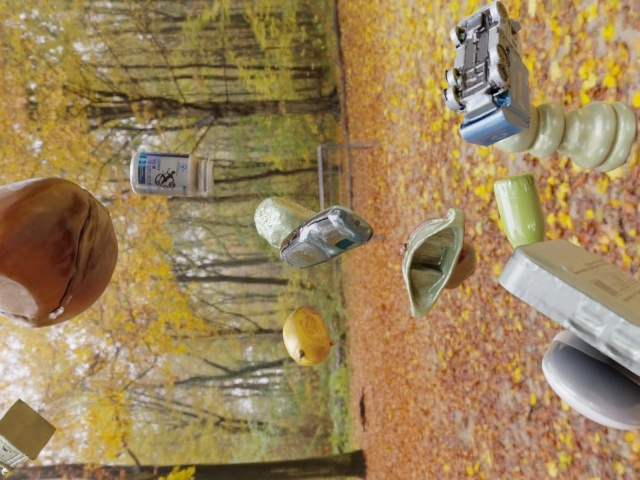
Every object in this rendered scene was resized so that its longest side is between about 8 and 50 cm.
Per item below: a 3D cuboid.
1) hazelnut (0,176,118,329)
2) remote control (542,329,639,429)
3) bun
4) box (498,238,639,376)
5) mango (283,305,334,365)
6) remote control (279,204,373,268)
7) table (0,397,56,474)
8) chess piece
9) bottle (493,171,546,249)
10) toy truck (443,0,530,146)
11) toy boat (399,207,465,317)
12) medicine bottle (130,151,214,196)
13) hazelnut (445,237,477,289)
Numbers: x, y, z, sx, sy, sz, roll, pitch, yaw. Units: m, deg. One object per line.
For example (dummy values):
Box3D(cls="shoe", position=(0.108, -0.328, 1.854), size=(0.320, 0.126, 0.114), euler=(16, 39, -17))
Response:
Box3D(cls="hazelnut", position=(-0.667, 0.022, 1.287), size=(0.315, 0.372, 0.373), euler=(29, 138, 33))
Box3D(cls="remote control", position=(0.588, 0.283, 1.146), size=(0.332, 0.221, 0.104), euler=(-19, -47, -55))
Box3D(cls="bun", position=(-0.073, -0.029, 1.360), size=(0.195, 0.195, 0.118), euler=(-102, 35, -82))
Box3D(cls="box", position=(0.616, 0.140, 1.148), size=(0.396, 0.395, 0.111), euler=(38, 116, 32))
Box3D(cls="mango", position=(-0.026, 0.183, 1.064), size=(0.066, 0.101, 0.187), euler=(-52, 13, 20))
Box3D(cls="remote control", position=(0.000, 0.000, 0.805), size=(0.222, 0.072, 0.042), euler=(-27, 31, 59))
Box3D(cls="table", position=(-0.472, 0.301, 0.829), size=(0.079, 0.083, 0.062), euler=(51, -155, -18))
Box3D(cls="chess piece", position=(0.613, -0.285, 1.413), size=(0.182, 0.329, 0.183), euler=(-174, 90, -87))
Box3D(cls="bottle", position=(0.559, -0.051, 1.496), size=(0.112, 0.112, 0.261), euler=(-106, 0, -84))
Box3D(cls="toy truck", position=(0.404, -0.396, 1.305), size=(0.146, 0.175, 0.368), euler=(-18, 50, 43))
Box3D(cls="toy boat", position=(0.161, 0.024, 0.788), size=(0.071, 0.089, 0.185), euler=(-101, 22, -58))
Box3D(cls="medicine bottle", position=(-0.363, -0.162, 1.344), size=(0.107, 0.191, 0.107), euler=(-178, 90, -83))
Box3D(cls="hazelnut", position=(0.407, 0.051, 1.761), size=(0.210, 0.186, 0.210), euler=(168, 90, -85))
